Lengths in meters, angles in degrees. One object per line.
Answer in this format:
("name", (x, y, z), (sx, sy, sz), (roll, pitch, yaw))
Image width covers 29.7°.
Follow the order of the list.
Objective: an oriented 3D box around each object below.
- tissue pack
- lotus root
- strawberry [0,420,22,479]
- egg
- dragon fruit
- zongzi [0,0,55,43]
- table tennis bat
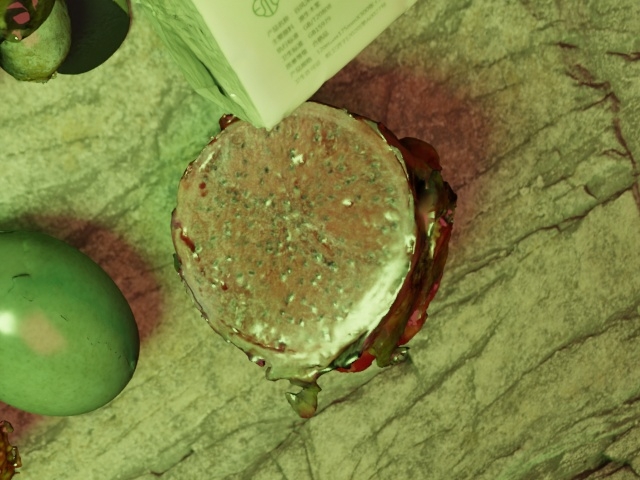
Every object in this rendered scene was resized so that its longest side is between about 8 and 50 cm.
("tissue pack", (-0.015, -0.321, 1.145), (0.356, 0.194, 0.266), (-42, 132, -12))
("lotus root", (-0.277, -0.221, 1.106), (0.088, 0.088, 0.165), (-24, 113, -21))
("strawberry", (-0.442, 0.211, 1.137), (0.306, 0.138, 0.234), (0, 116, -11))
("egg", (-0.286, 0.084, 1.221), (0.169, 0.169, 0.236), (-47, 133, -2))
("dragon fruit", (0.000, 0.000, 1.332), (0.314, 0.296, 0.263), (-63, 165, 9))
("zongzi", (-0.406, -0.280, 0.904), (0.392, 0.174, 0.356), (-14, 121, 2))
("table tennis bat", (-0.219, -0.230, 1.186), (0.158, 0.014, 0.095), (-46, 131, 0))
